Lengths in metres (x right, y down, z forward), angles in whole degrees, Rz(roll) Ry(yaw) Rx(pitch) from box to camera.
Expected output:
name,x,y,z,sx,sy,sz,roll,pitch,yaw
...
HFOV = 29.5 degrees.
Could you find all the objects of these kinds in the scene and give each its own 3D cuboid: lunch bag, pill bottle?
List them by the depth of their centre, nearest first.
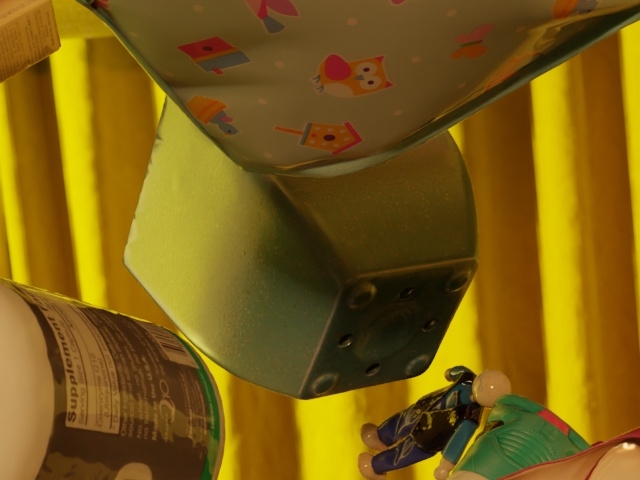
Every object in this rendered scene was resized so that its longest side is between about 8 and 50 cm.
name,x,y,z,sx,sy,sz,roll,pitch,yaw
lunch bag,0.013,-0.157,0.625,0.262,0.160,0.223,-27,148,9
pill bottle,-0.236,0.131,0.877,0.204,0.204,0.361,-4,166,24

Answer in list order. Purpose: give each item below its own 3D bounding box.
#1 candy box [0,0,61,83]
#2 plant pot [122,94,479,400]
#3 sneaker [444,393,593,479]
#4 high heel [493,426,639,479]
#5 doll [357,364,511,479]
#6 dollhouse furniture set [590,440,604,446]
name,x,y,z,sx,sy,sz,roll,pitch,yaw
candy box,-0.486,-0.222,1.411,0.183,0.087,0.316,37,-121,27
plant pot,0.000,0.000,1.104,0.247,0.248,0.252,-7,-137,-33
sneaker,0.162,0.232,1.072,0.178,0.124,0.295,-40,160,-27
high heel,0.174,0.166,0.818,0.244,0.082,0.117,-25,140,2
doll,0.116,0.180,1.195,0.046,0.129,0.189,34,130,-25
dollhouse furniture set,0.388,0.312,1.074,0.201,0.374,0.152,-26,156,-22
